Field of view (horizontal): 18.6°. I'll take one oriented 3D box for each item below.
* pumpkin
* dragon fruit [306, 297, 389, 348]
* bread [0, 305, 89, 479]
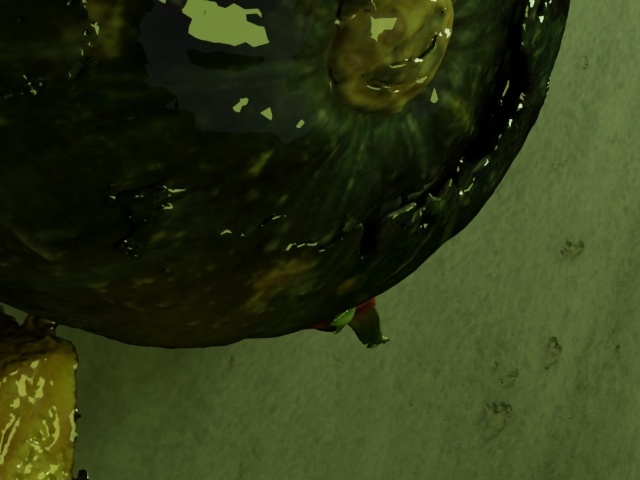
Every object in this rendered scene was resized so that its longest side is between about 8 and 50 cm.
[{"bbox_3d":[-0.061,-0.155,1.048,0.454,0.344,0.454,-13,112,-36],"label":"pumpkin"},{"bbox_3d":[0.001,0.004,1.327,0.236,0.135,0.137,11,91,-54],"label":"dragon fruit"},{"bbox_3d":[-0.218,0.154,1.144,0.139,0.143,0.229,-5,99,-45],"label":"bread"}]
